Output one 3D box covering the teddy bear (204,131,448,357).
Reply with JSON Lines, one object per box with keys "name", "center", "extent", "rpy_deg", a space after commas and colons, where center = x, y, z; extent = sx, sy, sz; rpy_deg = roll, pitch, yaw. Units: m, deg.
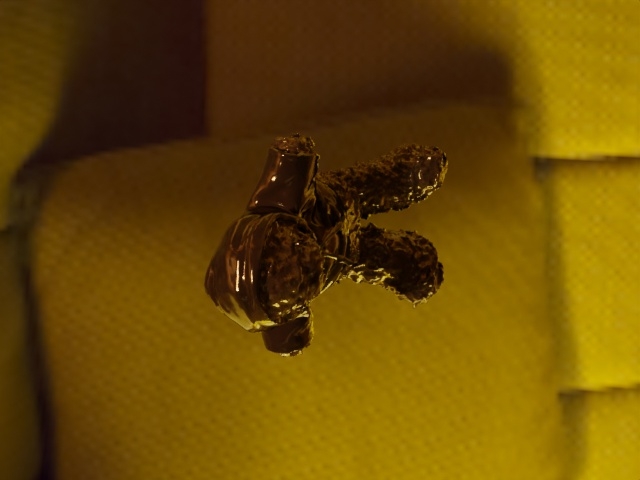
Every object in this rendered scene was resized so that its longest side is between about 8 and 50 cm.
{"name": "teddy bear", "center": [-0.006, -0.003, 0.972], "extent": [0.160, 0.078, 0.119], "rpy_deg": [-20, 120, -49]}
